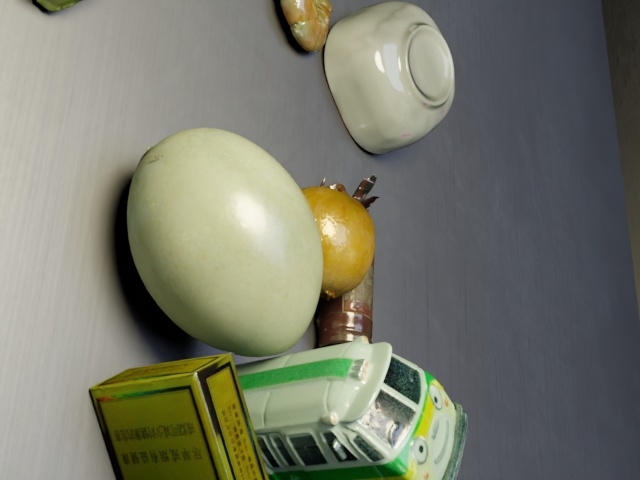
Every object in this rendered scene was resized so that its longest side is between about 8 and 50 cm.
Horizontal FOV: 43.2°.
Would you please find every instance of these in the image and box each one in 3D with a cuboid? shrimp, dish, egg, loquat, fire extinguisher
[{"bbox_3d":[-0.020,-0.410,1.224,0.145,0.061,0.267,26,54,-61],"label":"shrimp"},{"bbox_3d":[0.133,-0.272,1.311,0.256,0.117,0.256,6,81,-45],"label":"dish"},{"bbox_3d":[-0.096,0.003,0.832,0.253,0.186,0.186,58,34,0],"label":"egg"},{"bbox_3d":[0.000,0.000,1.034,0.163,0.137,0.163,15,67,-38],"label":"loquat"},{"bbox_3d":[0.053,0.033,1.132,0.075,0.106,0.252,33,53,-45],"label":"fire extinguisher"}]

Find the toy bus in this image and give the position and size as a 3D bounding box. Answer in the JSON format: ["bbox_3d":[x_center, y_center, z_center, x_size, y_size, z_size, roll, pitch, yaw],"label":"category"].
[{"bbox_3d":[-0.008,0.196,0.826,0.165,0.276,0.134,55,37,-24],"label":"toy bus"}]

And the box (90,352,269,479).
[{"bbox_3d":[-0.121,0.226,0.762,0.064,0.140,0.220,-26,102,-58],"label":"box"}]

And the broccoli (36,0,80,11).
[{"bbox_3d":[-0.195,-0.341,0.862,0.304,0.145,0.165,-51,130,-32],"label":"broccoli"}]
